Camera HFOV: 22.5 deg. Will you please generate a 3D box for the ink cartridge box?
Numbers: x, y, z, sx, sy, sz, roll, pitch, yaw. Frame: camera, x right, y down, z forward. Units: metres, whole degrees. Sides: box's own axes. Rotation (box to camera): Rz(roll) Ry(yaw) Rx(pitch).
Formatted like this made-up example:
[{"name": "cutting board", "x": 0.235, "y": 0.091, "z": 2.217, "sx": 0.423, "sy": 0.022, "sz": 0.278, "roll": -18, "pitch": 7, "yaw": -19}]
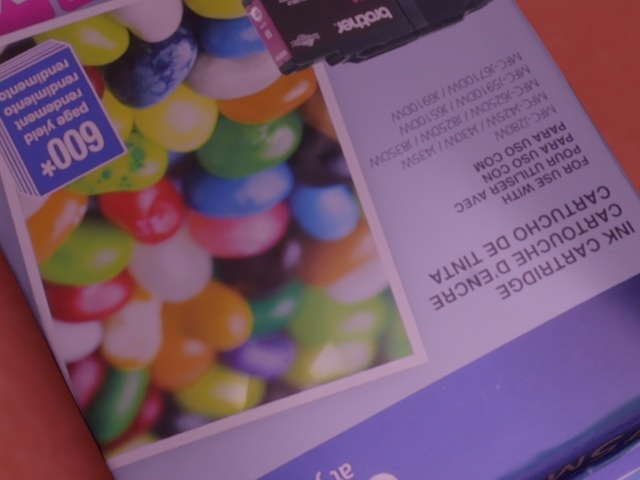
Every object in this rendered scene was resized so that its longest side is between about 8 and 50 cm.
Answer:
[{"name": "ink cartridge box", "x": 0.000, "y": 0.000, "z": 0.518, "sx": 0.185, "sy": 0.065, "sz": 0.311, "roll": -27, "pitch": 74, "yaw": -6}]
